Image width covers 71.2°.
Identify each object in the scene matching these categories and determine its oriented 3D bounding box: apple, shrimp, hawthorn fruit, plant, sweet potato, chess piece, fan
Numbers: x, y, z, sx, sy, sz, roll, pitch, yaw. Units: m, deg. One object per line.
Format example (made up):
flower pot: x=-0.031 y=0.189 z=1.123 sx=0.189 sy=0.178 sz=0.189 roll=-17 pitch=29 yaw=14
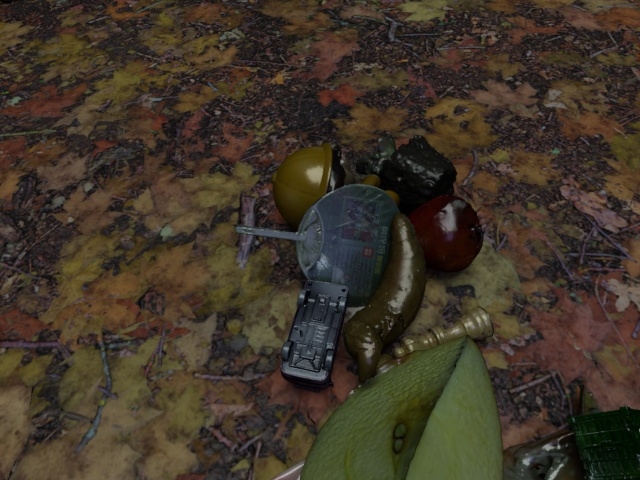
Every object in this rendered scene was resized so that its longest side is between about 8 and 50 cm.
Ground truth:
apple: x=0.118 y=0.286 z=0.594 sx=0.254 sy=0.179 sz=0.346 roll=24 pitch=43 yaw=18
shrimp: x=0.314 y=0.322 z=0.620 sx=0.168 sy=0.077 sz=0.317 roll=11 pitch=39 yaw=37
hawthorn fruit: x=0.222 y=-0.011 z=0.859 sx=0.172 sy=0.148 sz=0.148 roll=-3 pitch=45 yaw=39
plant: x=0.182 y=-0.147 z=0.956 sx=0.142 sy=0.131 sz=0.203 roll=-31 pitch=58 yaw=-22
sweet potato: x=0.119 y=0.106 z=0.770 sx=0.098 sy=0.124 sz=0.310 roll=7 pitch=55 yaw=33
chess piece: x=0.204 y=0.166 z=0.762 sx=0.172 sy=0.060 sz=0.060 roll=-18 pitch=53 yaw=-8
fan: x=0.027 y=-0.020 z=0.817 sx=0.294 sy=0.012 sz=0.223 roll=37 pitch=89 yaw=-9

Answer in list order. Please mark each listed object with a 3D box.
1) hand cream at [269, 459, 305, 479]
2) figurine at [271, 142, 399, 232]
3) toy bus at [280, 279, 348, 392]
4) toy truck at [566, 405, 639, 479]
hand cream: x=-0.050 y=0.362 z=0.640 sx=0.216 sy=0.038 sz=0.052 roll=-22 pitch=82 yaw=-18
figurine: x=0.028 y=-0.091 z=0.896 sx=0.257 sy=0.167 sz=0.192 roll=16 pitch=81 yaw=13
toy bus: x=-0.005 y=0.162 z=0.752 sx=0.087 sy=0.098 sz=0.178 roll=10 pitch=50 yaw=9
toy truck: x=0.459 y=0.268 z=0.577 sx=0.259 sy=0.121 sz=0.088 roll=17 pitch=54 yaw=-27
